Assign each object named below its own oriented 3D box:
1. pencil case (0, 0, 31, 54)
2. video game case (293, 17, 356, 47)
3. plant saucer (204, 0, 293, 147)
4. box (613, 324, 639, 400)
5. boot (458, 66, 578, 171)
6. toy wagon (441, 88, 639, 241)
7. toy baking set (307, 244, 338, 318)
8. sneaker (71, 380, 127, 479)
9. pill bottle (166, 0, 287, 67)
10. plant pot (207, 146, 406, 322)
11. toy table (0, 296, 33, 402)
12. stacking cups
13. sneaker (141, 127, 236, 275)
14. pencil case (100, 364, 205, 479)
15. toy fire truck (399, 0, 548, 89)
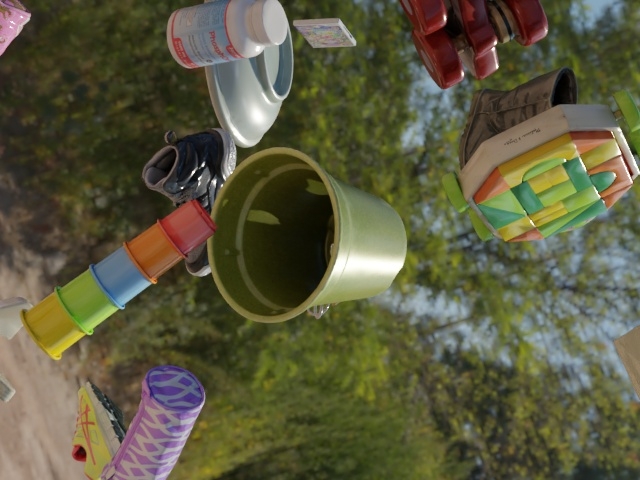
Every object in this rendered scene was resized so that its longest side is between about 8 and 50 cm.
[{"bbox_3d":[-0.666,-0.298,1.860,0.167,0.386,0.160,43,11,26],"label":"pencil case"},{"bbox_3d":[0.009,-0.384,1.969,0.122,0.087,0.011,31,62,-70],"label":"video game case"},{"bbox_3d":[-0.135,-0.400,2.259,0.400,0.100,0.400,-1,90,-74],"label":"plant saucer"},{"bbox_3d":[0.617,0.271,1.816,0.094,0.113,0.275,14,50,-42],"label":"box"},{"bbox_3d":[0.327,-0.183,1.753,0.208,0.076,0.189,3,-94,52],"label":"boot"},{"bbox_3d":[0.332,-0.078,1.483,0.344,0.267,0.068,40,29,-57],"label":"toy wagon"},{"bbox_3d":[-0.017,0.060,2.148,0.256,0.030,0.197,-1,-106,52],"label":"toy baking set"},{"bbox_3d":[-0.363,0.303,1.690,0.081,0.094,0.208,50,-1,-33],"label":"sneaker"},{"bbox_3d":[-0.132,-0.297,1.503,0.087,0.160,0.087,12,76,-58],"label":"pill bottle"},{"bbox_3d":[0.000,0.000,1.751,0.254,0.276,0.276,6,59,-51],"label":"plant pot"},{"bbox_3d":[-0.614,0.166,1.776,0.161,0.274,0.252,46,2,-43],"label":"toy table"},{"bbox_3d":[-0.303,0.047,1.611,0.096,0.316,0.096,51,-2,2],"label":"stacking cups"},{"bbox_3d":[-0.241,-0.068,1.865,0.101,0.153,0.268,20,-75,46],"label":"sneaker"},{"bbox_3d":[-0.221,0.254,1.371,0.206,0.088,0.086,-62,-144,28],"label":"pencil case"},{"bbox_3d":[0.173,-0.374,1.467,0.254,0.169,0.302,63,2,32],"label":"toy fire truck"}]
